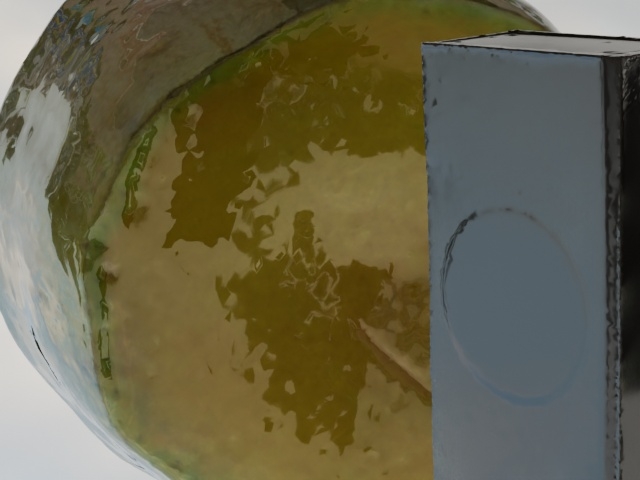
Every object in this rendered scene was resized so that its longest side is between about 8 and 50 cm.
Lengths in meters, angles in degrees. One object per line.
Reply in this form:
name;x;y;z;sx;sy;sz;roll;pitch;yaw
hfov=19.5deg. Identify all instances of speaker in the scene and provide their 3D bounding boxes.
speaker;0.076;0.047;0.571;0.044;0.218;0.082;-14;-162;-39

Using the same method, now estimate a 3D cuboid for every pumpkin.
pumpkin;0.000;0.000;0.913;0.332;0.332;0.199;-3;-170;-8
